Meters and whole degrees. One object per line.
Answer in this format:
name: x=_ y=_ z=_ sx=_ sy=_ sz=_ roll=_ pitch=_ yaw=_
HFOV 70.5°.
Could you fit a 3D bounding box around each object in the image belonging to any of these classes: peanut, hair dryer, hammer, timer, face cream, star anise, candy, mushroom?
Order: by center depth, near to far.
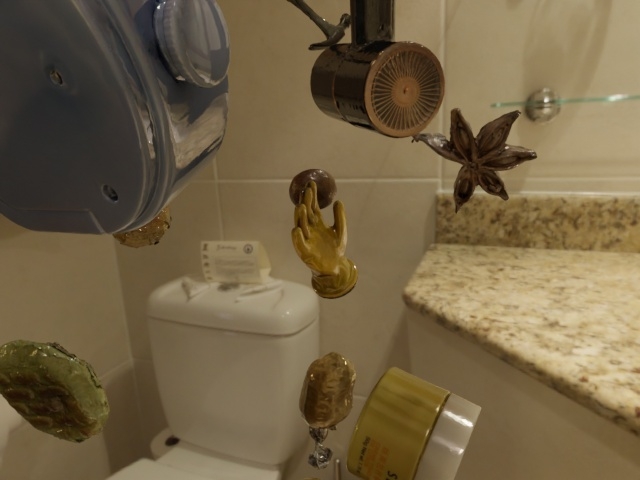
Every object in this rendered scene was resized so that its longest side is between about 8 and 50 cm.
timer: x=-0.258 y=-0.188 z=0.469 sx=0.395 sy=0.395 sz=0.173 roll=4 pitch=37 yaw=25
hair dryer: x=0.054 y=-0.309 z=0.525 sx=0.107 sy=0.352 sz=0.189 roll=-11 pitch=25 yaw=-19
hammer: x=-0.049 y=-0.349 z=0.640 sx=0.201 sy=0.078 sz=0.021 roll=37 pitch=-11 yaw=-15
star anise: x=0.278 y=-0.148 z=0.788 sx=0.172 sy=0.208 sz=0.063 roll=-25 pitch=30 yaw=28
face cream: x=0.175 y=0.374 z=0.850 sx=0.179 sy=0.218 sz=0.218 roll=20 pitch=23 yaw=25
peanut: x=0.018 y=0.359 z=1.071 sx=0.129 sy=0.224 sz=0.129 roll=5 pitch=30 yaw=-3
mushroom: x=-0.021 y=-0.133 z=1.182 sx=0.127 sy=0.127 sz=0.087 roll=-5 pitch=35 yaw=-9
candy: x=-0.006 y=0.538 z=1.297 sx=0.051 sy=0.094 sz=0.226 roll=-39 pitch=32 yaw=29

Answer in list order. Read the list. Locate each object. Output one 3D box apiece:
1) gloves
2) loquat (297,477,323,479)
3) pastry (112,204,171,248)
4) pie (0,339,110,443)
gloves: x=0.000 y=0.001 z=0.999 sx=0.116 sy=0.294 sz=0.133 roll=-4 pitch=49 yaw=15
loquat: x=-0.018 y=0.576 z=0.934 sx=0.152 sy=0.152 sz=0.195 roll=-16 pitch=-10 yaw=-44
pastry: x=-0.426 y=-0.056 z=1.062 sx=0.153 sy=0.081 sz=0.153 roll=4 pitch=56 yaw=-6
pie: x=-0.616 y=0.345 z=1.032 sx=0.306 sy=0.306 sz=0.071 roll=1 pitch=28 yaw=15
